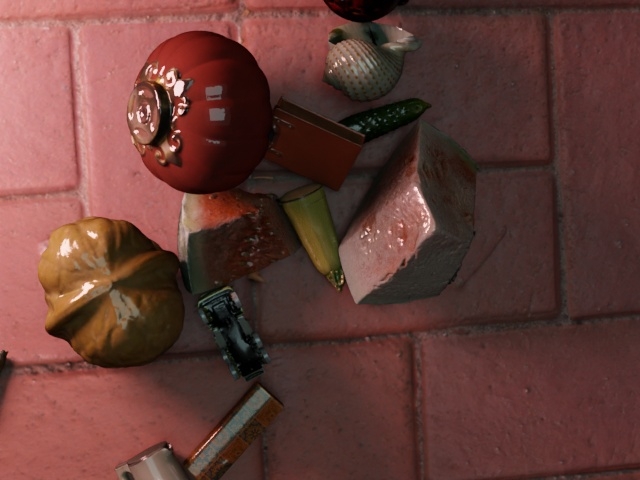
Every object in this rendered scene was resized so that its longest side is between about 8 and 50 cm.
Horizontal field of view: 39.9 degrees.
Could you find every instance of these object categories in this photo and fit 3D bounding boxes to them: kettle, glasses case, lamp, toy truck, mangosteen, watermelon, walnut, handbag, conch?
[{"bbox_3d":[-0.314,0.480,1.729,0.098,0.127,0.148,-30,92,-39],"label":"kettle"},{"bbox_3d":[-0.173,0.388,1.760,0.075,0.049,0.218,43,85,-5],"label":"glasses case"},{"bbox_3d":[-0.222,-0.236,1.638,0.257,0.303,0.303,-8,91,-45],"label":"lamp"},{"bbox_3d":[-0.172,0.178,1.730,0.085,0.116,0.191,-29,103,-7],"label":"toy truck"},{"bbox_3d":[0.088,-0.530,1.725,0.209,0.210,0.210,0,90,-8],"label":"mangosteen"},{"bbox_3d":[-0.155,-0.011,1.741,0.256,0.140,0.193,-7,99,-15],"label":"watermelon"},{"bbox_3d":[-0.383,0.095,1.624,0.253,0.277,0.282,-4,80,-13],"label":"walnut"},{"bbox_3d":[-0.023,-0.191,1.747,0.190,0.063,0.127,23,130,-7],"label":"handbag"},{"bbox_3d":[0.197,-0.032,1.705,0.228,0.258,0.387,26,86,-11],"label":"watermelon"},{"bbox_3d":[0.096,-0.348,1.752,0.200,0.172,0.131,-6,124,-16],"label":"conch"}]

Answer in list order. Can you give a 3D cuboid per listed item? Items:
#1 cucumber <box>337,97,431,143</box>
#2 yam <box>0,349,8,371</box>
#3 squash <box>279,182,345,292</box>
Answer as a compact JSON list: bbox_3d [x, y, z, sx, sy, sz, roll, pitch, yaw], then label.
[{"bbox_3d":[0.121,-0.243,1.794,0.227,0.069,0.069,-21,93,-9],"label":"cucumber"},{"bbox_3d":[-0.638,0.273,1.710,0.027,0.033,0.129,18,83,20],"label":"yam"},{"bbox_3d":[0.000,0.000,1.764,0.094,0.094,0.224,-24,99,-7],"label":"squash"}]
